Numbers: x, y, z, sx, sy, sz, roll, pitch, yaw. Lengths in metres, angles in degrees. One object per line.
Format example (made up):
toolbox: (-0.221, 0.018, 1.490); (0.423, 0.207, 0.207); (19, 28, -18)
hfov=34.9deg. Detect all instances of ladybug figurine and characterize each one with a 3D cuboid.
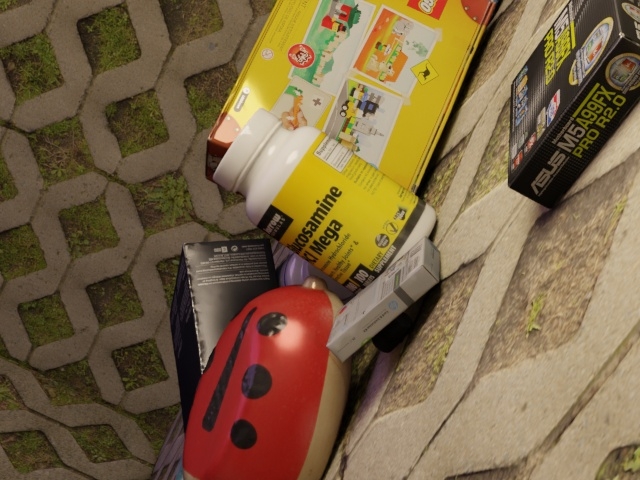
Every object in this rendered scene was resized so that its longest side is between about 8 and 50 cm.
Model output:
ladybug figurine: (-0.097, 0.263, 1.627); (0.305, 0.162, 0.449); (8, 78, 57)

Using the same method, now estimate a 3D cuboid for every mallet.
mallet: (0.122, 0.092, 1.542); (0.062, 0.039, 0.190); (-52, 8, 36)

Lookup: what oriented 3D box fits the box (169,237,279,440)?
box: (-0.187, 0.213, 2.043); (0.343, 0.178, 0.313); (114, 150, -59)

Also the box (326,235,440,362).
box: (0.093, 0.083, 1.480); (0.186, 0.038, 0.145); (-41, 7, 15)

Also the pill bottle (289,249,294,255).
pill bottle: (0.000, 0.000, 2.331); (0.221, 0.121, 0.121); (-67, 8, -26)

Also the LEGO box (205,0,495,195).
LEGO box: (0.055, -0.283, 1.909); (0.193, 0.372, 0.500); (115, 180, -72)

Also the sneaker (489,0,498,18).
sneaker: (0.300, -0.466, 2.039); (0.080, 0.081, 0.211); (-65, 9, -22)

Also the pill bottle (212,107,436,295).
pill bottle: (0.003, -0.062, 1.634); (0.188, 0.334, 0.188); (-56, 2, 2)

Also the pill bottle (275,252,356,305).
pill bottle: (-0.004, 0.082, 1.969); (0.152, 0.152, 0.272); (-66, 9, -18)

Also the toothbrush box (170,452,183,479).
toothbrush box: (-0.255, 0.528, 2.255); (0.296, 0.126, 0.216); (-68, 9, -22)

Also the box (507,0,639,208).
box: (0.301, -0.195, 1.189); (0.216, 0.060, 0.270); (-58, 9, 36)
